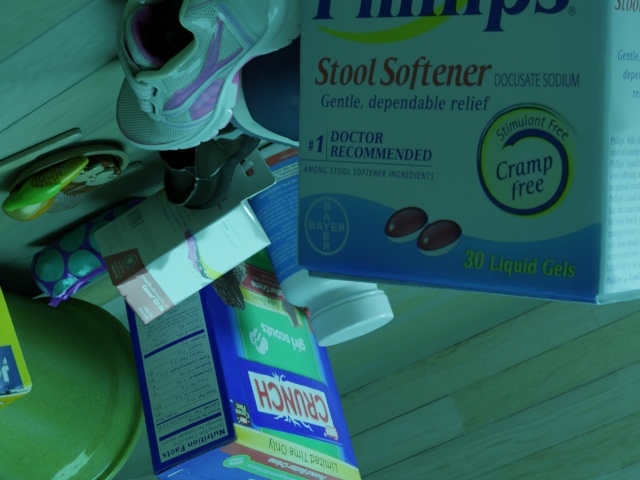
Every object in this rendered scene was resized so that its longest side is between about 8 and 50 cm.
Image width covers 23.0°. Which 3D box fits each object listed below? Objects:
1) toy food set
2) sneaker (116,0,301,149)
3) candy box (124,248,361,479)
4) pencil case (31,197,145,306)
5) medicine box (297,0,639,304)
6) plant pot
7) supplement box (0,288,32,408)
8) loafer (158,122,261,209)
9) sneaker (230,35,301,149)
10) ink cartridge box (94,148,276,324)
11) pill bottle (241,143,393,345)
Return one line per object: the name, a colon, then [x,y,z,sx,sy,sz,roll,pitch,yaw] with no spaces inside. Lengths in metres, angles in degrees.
toy food set: [-0.248,-0.054,1.546,0.132,0.038,0.192,-23,168,11]
sneaker: [-0.115,-0.152,1.227,0.111,0.103,0.252,-7,156,-34]
candy box: [-0.098,0.140,1.838,0.122,0.317,0.268,-26,150,23]
pencil case: [-0.248,0.012,1.752,0.152,0.070,0.064,-28,154,22]
medicine box: [0.127,-0.114,1.114,0.263,0.289,0.149,5,-173,41]
plant pot: [-0.380,0.163,1.840,0.276,0.276,0.254,-23,156,10]
supplement box: [-0.492,0.135,1.600,0.356,0.195,0.194,-30,165,39]
loafer: [-0.123,-0.093,1.525,0.078,0.080,0.220,-3,159,-22]
sneaker: [0.042,-0.130,1.452,0.131,0.112,0.319,-4,179,30]
ink cartridge box: [-0.130,-0.013,1.648,0.198,0.115,0.067,-33,126,1]
pill bottle: [0.000,0.000,1.755,0.124,0.221,0.124,-19,168,-4]
